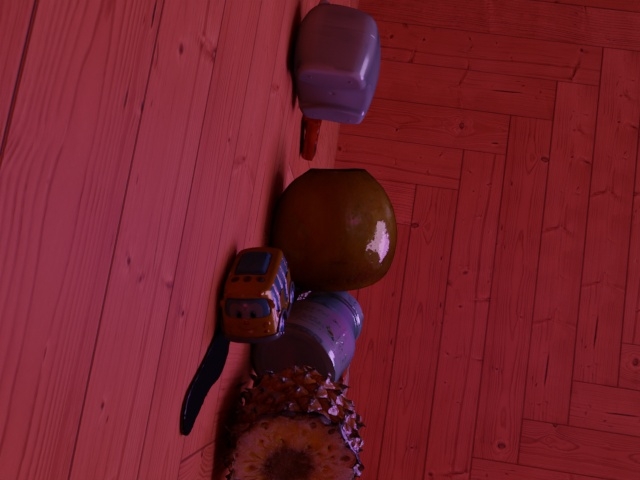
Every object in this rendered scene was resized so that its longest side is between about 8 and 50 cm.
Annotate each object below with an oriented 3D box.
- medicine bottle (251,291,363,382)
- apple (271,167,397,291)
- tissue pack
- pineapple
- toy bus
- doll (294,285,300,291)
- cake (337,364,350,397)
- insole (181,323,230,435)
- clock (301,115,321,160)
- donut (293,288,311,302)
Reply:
[{"bbox_3d":[-0.021,0.271,1.882,0.290,0.245,0.244,-46,146,-58],"label":"medicine bottle"},{"bbox_3d":[0.033,-0.035,1.893,0.384,0.375,0.374,-160,-102,-76],"label":"apple"},{"bbox_3d":[0.048,-0.484,1.854,0.333,0.230,0.235,83,18,-74],"label":"tissue pack"},{"bbox_3d":[-0.068,0.463,1.609,0.300,0.353,0.352,-111,-152,-78],"label":"pineapple"},{"bbox_3d":[-0.127,0.100,1.353,0.209,0.126,0.136,-76,164,-61],"label":"toy bus"},{"bbox_3d":[-0.034,0.245,2.206,0.258,0.228,0.154,55,12,26],"label":"doll"},{"bbox_3d":[-0.042,0.484,2.295,0.270,0.270,0.319,-76,173,-65],"label":"cake"},{"bbox_3d":[-0.209,0.243,1.286,0.348,0.009,0.118,-73,168,-69],"label":"insole"},{"bbox_3d":[-0.032,-0.353,2.255,0.113,0.061,0.155,-77,177,-50],"label":"clock"},{"bbox_3d":[-0.093,0.249,2.091,0.085,0.141,0.217,3,92,-47],"label":"donut"}]
